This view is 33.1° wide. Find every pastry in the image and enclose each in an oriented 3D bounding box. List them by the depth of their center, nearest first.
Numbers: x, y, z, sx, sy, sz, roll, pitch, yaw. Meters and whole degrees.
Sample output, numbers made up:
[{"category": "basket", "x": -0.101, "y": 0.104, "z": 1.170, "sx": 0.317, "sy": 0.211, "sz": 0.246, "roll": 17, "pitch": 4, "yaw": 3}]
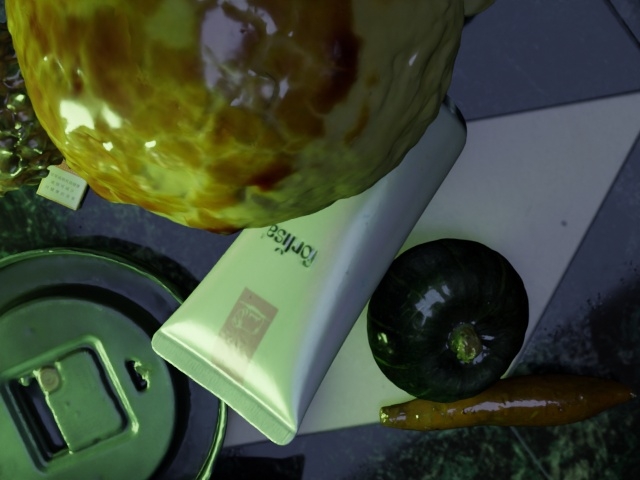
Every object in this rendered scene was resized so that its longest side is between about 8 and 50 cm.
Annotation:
[{"category": "pastry", "x": -0.081, "y": -0.190, "z": 0.874, "sx": 0.388, "sy": 0.312, "sz": 0.389, "roll": 3, "pitch": 100, "yaw": 18}]

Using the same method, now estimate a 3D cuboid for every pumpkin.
[{"category": "pumpkin", "x": 0.127, "y": 0.080, "z": 1.062, "sx": 0.167, "sy": 0.125, "sz": 0.167, "roll": -15, "pitch": 114, "yaw": -36}]

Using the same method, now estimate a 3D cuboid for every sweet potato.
[{"category": "sweet potato", "x": 0.192, "y": 0.167, "z": 1.111, "sx": 0.264, "sy": 0.057, "sz": 0.057, "roll": -4, "pitch": 96, "yaw": 2}]

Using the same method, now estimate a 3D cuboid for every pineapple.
[{"category": "pineapple", "x": -0.292, "y": -0.137, "z": 1.036, "sx": 0.193, "sy": 0.166, "sz": 0.166, "roll": -42, "pitch": 94, "yaw": 3}]

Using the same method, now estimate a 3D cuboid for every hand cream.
[{"category": "hand cream", "x": 0.000, "y": 0.000, "z": 1.032, "sx": 0.185, "sy": 0.118, "sz": 0.359, "roll": 32, "pitch": 82, "yaw": 26}]

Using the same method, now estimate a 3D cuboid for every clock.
[{"category": "clock", "x": -0.255, "y": 0.164, "z": 1.112, "sx": 0.324, "sy": 0.067, "sz": 0.325, "roll": 0, "pitch": 96, "yaw": 1}]

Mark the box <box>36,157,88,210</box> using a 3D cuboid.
[{"category": "box", "x": -0.256, "y": -0.078, "z": 1.114, "sx": 0.046, "sy": 0.012, "sz": 0.083, "roll": 24, "pitch": 96, "yaw": -1}]

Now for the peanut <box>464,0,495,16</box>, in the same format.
[{"category": "peanut", "x": 0.076, "y": -0.354, "z": 1.004, "sx": 0.152, "sy": 0.152, "sz": 0.313, "roll": -24, "pitch": 107, "yaw": 3}]
